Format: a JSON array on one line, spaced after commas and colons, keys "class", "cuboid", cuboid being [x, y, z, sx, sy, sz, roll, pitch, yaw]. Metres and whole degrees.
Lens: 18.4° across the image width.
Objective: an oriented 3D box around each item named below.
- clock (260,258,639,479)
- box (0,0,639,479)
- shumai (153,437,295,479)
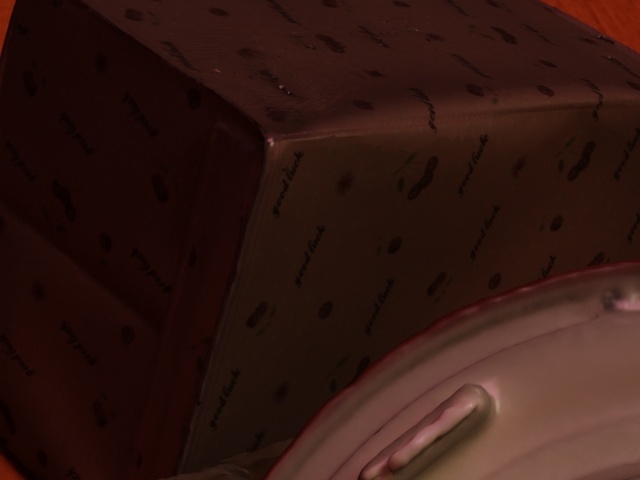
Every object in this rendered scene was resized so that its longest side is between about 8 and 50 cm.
[{"class": "clock", "cuboid": [0.109, 0.154, 0.553, 0.318, 0.318, 0.080, 27, -16, 18]}, {"class": "box", "cuboid": [0.000, 0.000, 0.938, 0.297, 0.225, 0.190, -8, 33, -44]}, {"class": "shumai", "cuboid": [0.042, 0.120, 0.730, 0.261, 0.222, 0.225, 14, 27, 2]}]
